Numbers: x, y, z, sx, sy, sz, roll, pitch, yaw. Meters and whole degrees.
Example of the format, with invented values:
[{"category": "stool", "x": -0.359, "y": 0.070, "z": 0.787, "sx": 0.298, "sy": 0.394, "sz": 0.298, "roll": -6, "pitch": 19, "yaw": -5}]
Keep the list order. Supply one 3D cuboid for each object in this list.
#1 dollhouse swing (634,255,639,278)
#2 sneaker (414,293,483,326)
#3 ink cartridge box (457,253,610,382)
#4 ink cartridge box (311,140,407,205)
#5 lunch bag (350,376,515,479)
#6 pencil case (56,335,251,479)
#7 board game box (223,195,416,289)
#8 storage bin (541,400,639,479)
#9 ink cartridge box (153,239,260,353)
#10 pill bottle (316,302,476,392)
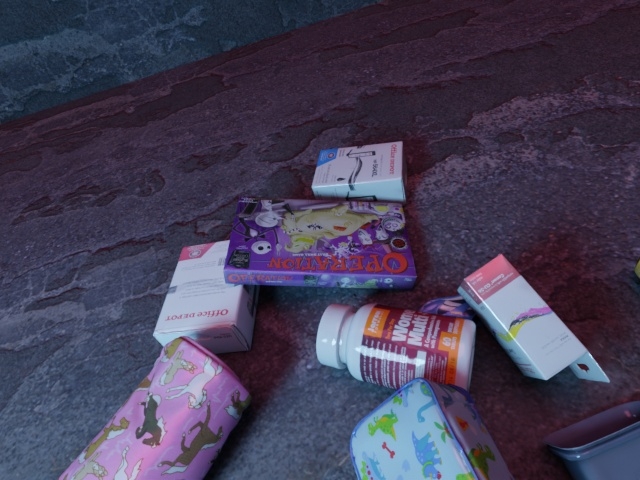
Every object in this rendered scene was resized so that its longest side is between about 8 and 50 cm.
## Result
[{"category": "dollhouse swing", "x": 0.661, "y": 0.020, "z": 0.480, "sx": 0.306, "sy": 0.315, "sz": 0.346, "roll": 3, "pitch": 45, "yaw": -6}, {"category": "sneaker", "x": 0.219, "y": 0.126, "z": 0.675, "sx": 0.145, "sy": 0.053, "sz": 0.059, "roll": -16, "pitch": 46, "yaw": 4}, {"category": "ink cartridge box", "x": 0.285, "y": 0.125, "z": 0.576, "sx": 0.067, "sy": 0.115, "sz": 0.198, "roll": -36, "pitch": 70, "yaw": 2}, {"category": "ink cartridge box", "x": 0.097, "y": -0.150, "z": 0.964, "sx": 0.203, "sy": 0.085, "sz": 0.148, "roll": -4, "pitch": 46, "yaw": 16}, {"category": "lunch bag", "x": 0.129, "y": 0.288, "z": 0.474, "sx": 0.176, "sy": 0.090, "sz": 0.218, "roll": -51, "pitch": 36, "yaw": 23}, {"category": "pencil case", "x": -0.267, "y": 0.326, "z": 0.566, "sx": 0.167, "sy": 0.160, "sz": 0.386, "roll": -16, "pitch": 31, "yaw": 55}, {"category": "board game box", "x": 0.000, "y": 0.000, "z": 0.811, "sx": 0.348, "sy": 0.056, "sz": 0.208, "roll": 2, "pitch": 50, "yaw": -2}, {"category": "storage bin", "x": 0.352, "y": 0.259, "z": 0.482, "sx": 0.135, "sy": 0.098, "sz": 0.090, "roll": -21, "pitch": 72, "yaw": -3}, {"category": "ink cartridge box", "x": -0.208, "y": 0.108, "z": 0.807, "sx": 0.159, "sy": 0.092, "sz": 0.217, "roll": -8, "pitch": 43, "yaw": 10}, {"category": "pill bottle", "x": 0.113, "y": 0.162, "z": 0.625, "sx": 0.222, "sy": 0.121, "sz": 0.121, "roll": 6, "pitch": 49, "yaw": 24}]
